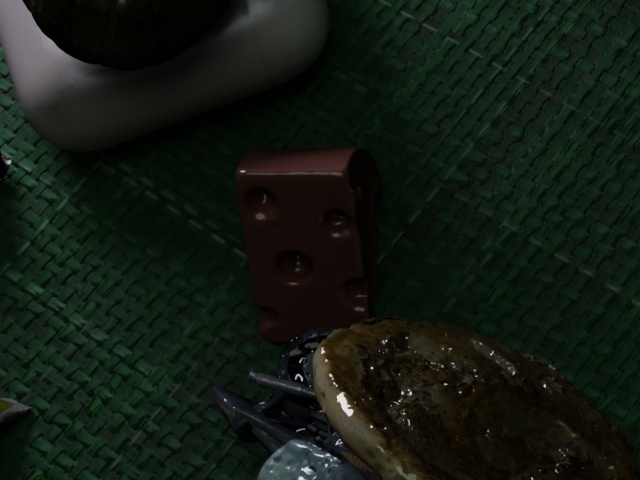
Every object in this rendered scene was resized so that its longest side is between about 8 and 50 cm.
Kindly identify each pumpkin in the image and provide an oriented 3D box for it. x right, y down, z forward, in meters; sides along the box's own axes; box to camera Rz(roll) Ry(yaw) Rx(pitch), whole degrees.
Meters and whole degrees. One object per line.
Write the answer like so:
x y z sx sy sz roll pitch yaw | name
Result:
-0.198 -0.286 1.796 0.238 0.159 0.238 5 68 -12 | pumpkin

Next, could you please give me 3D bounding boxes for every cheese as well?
0.001 -0.026 1.824 0.128 0.203 0.177 -2 32 12 | cheese

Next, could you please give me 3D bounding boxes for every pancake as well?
0.149 0.174 1.604 0.356 0.356 0.065 43 119 25 | pancake

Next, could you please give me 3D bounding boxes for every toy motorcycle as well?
0.021 0.224 1.690 0.173 0.108 0.307 -32 61 -3 | toy motorcycle

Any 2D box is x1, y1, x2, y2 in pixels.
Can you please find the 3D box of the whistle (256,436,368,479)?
0.045 0.290 1.530 0.189 0.189 0.348 -29 36 -7 | whistle

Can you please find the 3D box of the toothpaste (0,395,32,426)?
-0.382 0.208 1.737 0.078 0.047 0.248 22 34 19 | toothpaste

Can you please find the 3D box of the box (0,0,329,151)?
-0.180 -0.259 1.950 0.349 0.141 0.289 -21 61 -2 | box

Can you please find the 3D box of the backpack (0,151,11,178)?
-0.425 -0.064 1.905 0.120 0.106 0.165 29 67 16 | backpack
